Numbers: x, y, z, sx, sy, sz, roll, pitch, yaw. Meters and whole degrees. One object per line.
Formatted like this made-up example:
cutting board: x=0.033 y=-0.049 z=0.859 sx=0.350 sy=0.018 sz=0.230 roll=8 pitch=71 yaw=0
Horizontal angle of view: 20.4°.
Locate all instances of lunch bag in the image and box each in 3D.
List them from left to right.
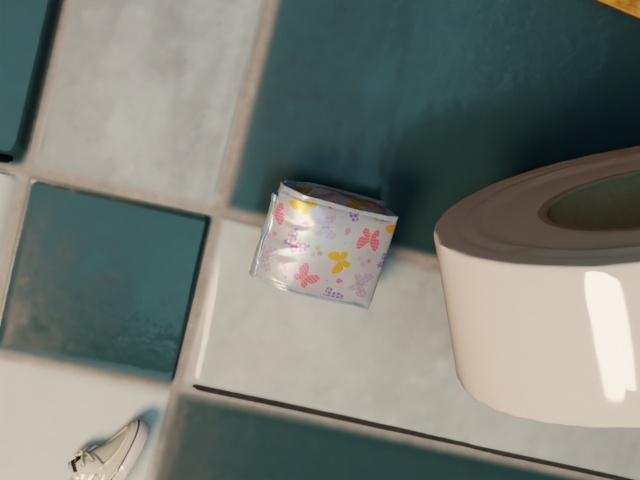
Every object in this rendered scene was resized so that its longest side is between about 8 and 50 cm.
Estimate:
lunch bag: x=0.000 y=0.000 z=1.185 sx=0.083 sy=0.053 sz=0.071 roll=11 pitch=104 yaw=-18

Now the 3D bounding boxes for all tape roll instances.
tape roll: x=0.217 y=0.017 z=1.093 sx=0.286 sy=0.286 sz=0.100 roll=-12 pitch=104 yaw=-3

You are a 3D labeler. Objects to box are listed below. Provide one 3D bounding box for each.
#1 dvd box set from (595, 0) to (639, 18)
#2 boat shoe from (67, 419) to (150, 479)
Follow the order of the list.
dvd box set: x=0.251 y=-0.287 z=1.139 sx=0.420 sy=0.062 sz=0.308 roll=22 pitch=100 yaw=-10
boat shoe: x=-0.156 y=0.159 z=1.215 sx=0.035 sy=0.035 sz=0.100 roll=34 pitch=104 yaw=-15
